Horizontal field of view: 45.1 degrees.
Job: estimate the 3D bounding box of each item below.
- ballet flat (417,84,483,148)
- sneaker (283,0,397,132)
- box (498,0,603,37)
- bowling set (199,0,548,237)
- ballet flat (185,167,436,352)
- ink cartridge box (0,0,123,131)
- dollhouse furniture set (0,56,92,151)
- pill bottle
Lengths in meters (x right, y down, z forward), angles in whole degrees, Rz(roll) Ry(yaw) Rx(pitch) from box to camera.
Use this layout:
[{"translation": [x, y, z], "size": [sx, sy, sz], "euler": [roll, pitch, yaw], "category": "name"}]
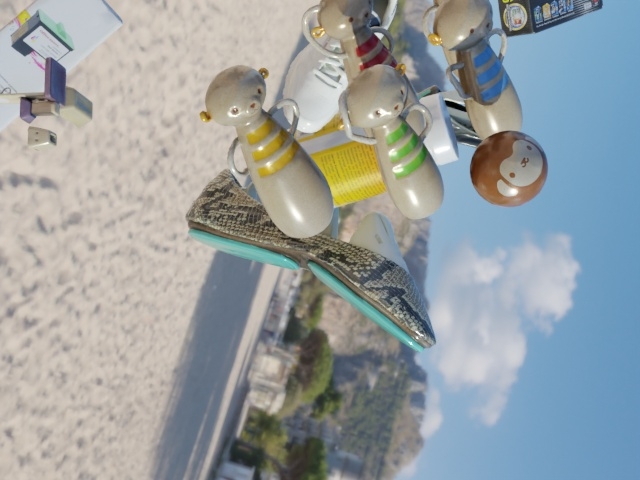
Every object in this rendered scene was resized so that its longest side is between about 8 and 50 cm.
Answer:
[{"translation": [0.277, -0.200, 1.340], "size": [0.096, 0.280, 0.095], "euler": [-50, -138, 37], "category": "ballet flat"}, {"translation": [0.027, -0.252, 1.032], "size": [0.235, 0.090, 0.095], "euler": [-61, -167, -9], "category": "sneaker"}, {"translation": [0.384, -0.475, 1.300], "size": [0.270, 0.060, 0.216], "euler": [-28, 113, -41], "category": "box"}, {"translation": [0.081, -0.118, 0.573], "size": [0.287, 0.200, 0.154], "euler": [-46, 128, -20], "category": "bowling set"}, {"translation": [0.000, 0.000, 1.263], "size": [0.182, 0.482, 0.164], "euler": [-61, 159, -9], "category": "ballet flat"}, {"translation": [-0.483, -0.313, 1.291], "size": [0.278, 0.117, 0.201], "euler": [-45, -156, -10], "category": "ink cartridge box"}, {"translation": [-0.295, -0.126, 0.803], "size": [0.114, 0.081, 0.091], "euler": [48, 41, -80], "category": "dollhouse furniture set"}, {"translation": [0.074, -0.134, 1.151], "size": [0.136, 0.245, 0.136], "euler": [-15, 90, -73], "category": "pill bottle"}]
